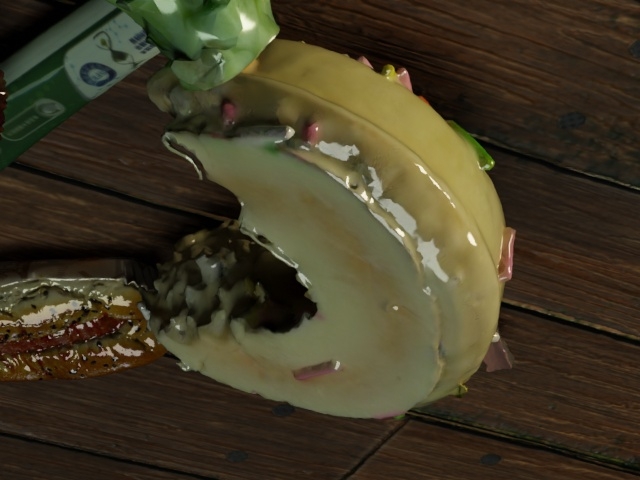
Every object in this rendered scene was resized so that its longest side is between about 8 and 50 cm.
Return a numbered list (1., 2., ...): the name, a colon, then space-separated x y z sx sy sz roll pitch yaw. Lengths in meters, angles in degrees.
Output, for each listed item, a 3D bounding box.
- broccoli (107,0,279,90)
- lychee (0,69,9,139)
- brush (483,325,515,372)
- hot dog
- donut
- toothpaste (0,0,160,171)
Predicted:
1. broccoli: -0.112 -0.218 1.198 0.270 0.270 0.270 -18 117 18
2. lychee: -0.322 -0.108 1.409 0.188 0.188 0.188 -3 144 -2
3. brush: 0.131 0.032 1.737 0.084 0.071 0.301 -4 145 18
4. hot dog: -0.258 0.074 1.744 0.268 0.075 0.144 -7 141 -1
5. donut: 0.007 -0.002 1.557 0.307 0.150 0.371 22 144 10
6. toothpaste: -0.202 -0.126 1.491 0.392 0.061 0.099 -30 138 35
